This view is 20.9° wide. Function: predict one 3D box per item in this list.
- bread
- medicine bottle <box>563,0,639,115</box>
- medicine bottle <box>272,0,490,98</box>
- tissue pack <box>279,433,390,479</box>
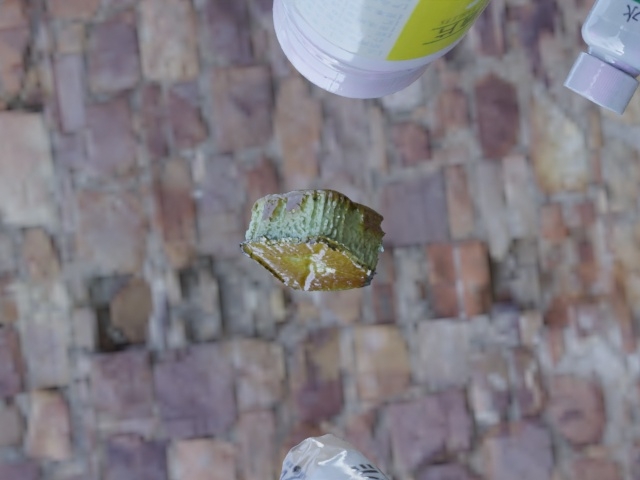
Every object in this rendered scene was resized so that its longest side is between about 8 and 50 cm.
[{"bbox_3d":[0.000,0.000,1.736,0.140,0.128,0.069,36,-121,-46],"label":"bread"},{"bbox_3d":[0.335,-0.253,1.729,0.260,0.095,0.095,-61,0,9],"label":"medicine bottle"},{"bbox_3d":[0.071,-0.284,1.630,0.378,0.213,0.213,124,142,-72],"label":"medicine bottle"},{"bbox_3d":[0.057,0.451,2.043,0.375,0.195,0.390,29,111,52],"label":"tissue pack"}]
